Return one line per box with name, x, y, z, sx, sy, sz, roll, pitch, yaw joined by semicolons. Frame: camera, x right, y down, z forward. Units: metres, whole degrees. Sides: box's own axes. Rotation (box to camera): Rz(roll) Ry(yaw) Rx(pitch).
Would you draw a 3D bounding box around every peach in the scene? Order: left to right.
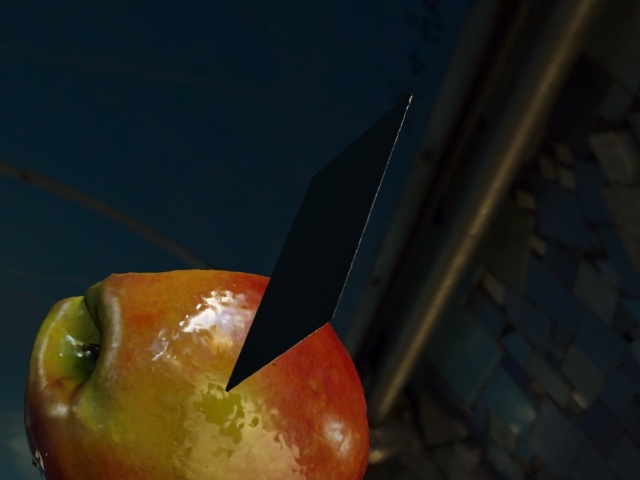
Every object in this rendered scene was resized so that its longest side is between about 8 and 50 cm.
peach;-0.104;0.205;1.369;0.242;0.306;0.380;-13;-26;40

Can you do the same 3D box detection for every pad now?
pad;0.000;0.000;1.033;0.163;0.004;0.243;-38;24;49
